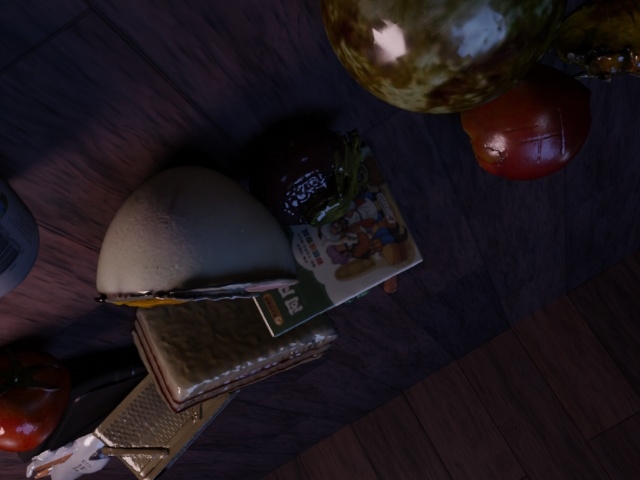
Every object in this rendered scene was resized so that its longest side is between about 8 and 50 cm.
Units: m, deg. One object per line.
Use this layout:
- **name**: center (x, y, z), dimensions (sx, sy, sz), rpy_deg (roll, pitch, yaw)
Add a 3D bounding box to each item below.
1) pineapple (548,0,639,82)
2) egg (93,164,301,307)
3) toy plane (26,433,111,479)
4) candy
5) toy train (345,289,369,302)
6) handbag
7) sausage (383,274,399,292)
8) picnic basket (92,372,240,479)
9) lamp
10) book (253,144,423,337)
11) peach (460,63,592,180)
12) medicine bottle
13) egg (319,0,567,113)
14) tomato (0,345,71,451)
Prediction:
- **pineapple**: center (0.503, -0.316, 1.144), dimensions (0.334, 0.161, 0.158), rpy_deg (-35, 159, 5)
- **egg**: center (-0.161, -0.003, 0.997), dimensions (0.264, 0.174, 0.286), rpy_deg (-4, 174, 2)
- **toy plane**: center (-0.501, 0.451, 1.585), dimensions (0.245, 0.117, 0.244), rpy_deg (-23, 155, -11)
- **candy**: center (-0.149, 0.161, 1.326), dimensions (0.321, 0.179, 0.135), rpy_deg (-17, 155, -27)
- **toy train**: center (0.063, 0.091, 1.609), dimensions (0.071, 0.038, 0.148), rpy_deg (-33, 156, 0)
- **handbag**: center (-0.440, 0.294, 1.394), dimensions (0.223, 0.080, 0.247), rpy_deg (-18, 155, -47)
- **sausage**: center (0.158, 0.080, 1.697), dimensions (0.042, 0.036, 0.158), rpy_deg (-61, 163, -16)
- **picnic basket**: center (-0.279, 0.316, 1.422), dimensions (0.266, 0.139, 0.165), rpy_deg (-47, 175, -5)
- **lamp**: center (-0.018, -0.079, 1.042), dimensions (0.156, 0.135, 0.157), rpy_deg (-15, 155, -31)
- **book**: center (0.000, 0.000, 1.157), dimensions (0.264, 0.202, 0.027), rpy_deg (-26, -177, -7)
- **peach**: center (0.323, -0.184, 1.160), dimensions (0.197, 0.197, 0.197), rpy_deg (-25, 156, -12)
- **medicine bottle**: center (-0.371, -0.031, 0.729), dimensions (0.135, 0.135, 0.215), rpy_deg (-25, 156, -10)
- **egg**: center (0.118, -0.240, 0.747), dimensions (0.238, 0.238, 0.289), rpy_deg (-28, 166, -4)
- **tomato**: center (-0.473, 0.250, 1.158), dimensions (0.167, 0.167, 0.167), rpy_deg (-25, 156, -12)
